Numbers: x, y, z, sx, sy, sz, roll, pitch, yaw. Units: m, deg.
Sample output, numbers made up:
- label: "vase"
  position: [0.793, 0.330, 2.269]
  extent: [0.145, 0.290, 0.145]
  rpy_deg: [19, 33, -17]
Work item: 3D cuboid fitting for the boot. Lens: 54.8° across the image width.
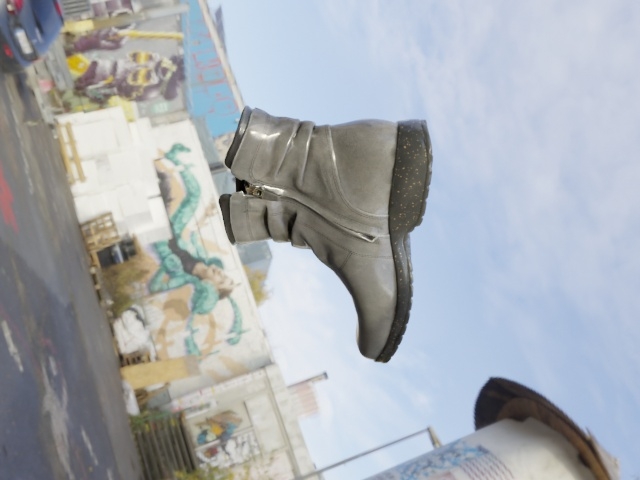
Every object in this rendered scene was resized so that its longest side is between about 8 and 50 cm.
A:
- label: "boot"
  position: [0.000, 0.000, 0.732]
  extent: [0.118, 0.223, 0.338]
  rpy_deg: [-87, 179, -59]
